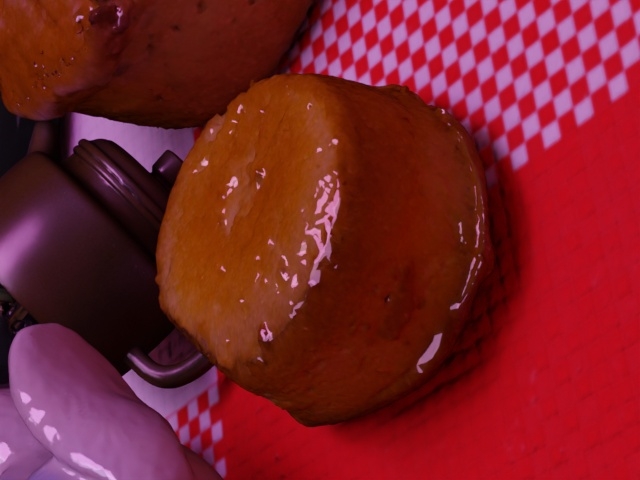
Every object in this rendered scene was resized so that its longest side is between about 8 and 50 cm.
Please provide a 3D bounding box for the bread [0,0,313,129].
[{"bbox_3d":[-0.149,-0.272,1.477,0.398,0.215,0.398,-23,60,49],"label":"bread"}]

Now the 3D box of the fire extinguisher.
[{"bbox_3d":[-0.296,-0.039,1.715,0.114,0.095,0.311,92,179,-68],"label":"fire extinguisher"}]

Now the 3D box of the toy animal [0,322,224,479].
[{"bbox_3d":[-0.157,0.203,1.324,0.289,0.174,0.249,41,159,38],"label":"toy animal"}]

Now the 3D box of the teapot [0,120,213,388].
[{"bbox_3d":[-0.165,0.005,1.458,0.175,0.185,0.268,-46,68,-4],"label":"teapot"}]

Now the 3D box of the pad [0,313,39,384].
[{"bbox_3d":[-0.312,0.086,1.775,0.265,0.009,0.159,-56,39,25],"label":"pad"}]

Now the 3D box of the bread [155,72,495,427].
[{"bbox_3d":[0.000,0.000,1.233,0.268,0.146,0.268,-27,54,46],"label":"bread"}]
